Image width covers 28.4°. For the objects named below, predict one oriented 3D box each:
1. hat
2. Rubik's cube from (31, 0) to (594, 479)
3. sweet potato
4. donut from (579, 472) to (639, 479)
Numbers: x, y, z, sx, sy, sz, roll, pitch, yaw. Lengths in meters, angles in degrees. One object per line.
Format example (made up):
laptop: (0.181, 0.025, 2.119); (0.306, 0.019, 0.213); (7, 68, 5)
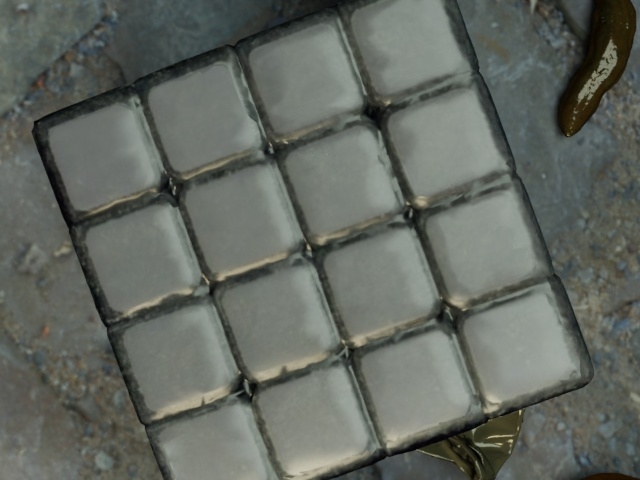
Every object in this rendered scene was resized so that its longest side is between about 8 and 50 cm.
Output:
hat: (0.125, 0.154, 1.297); (0.175, 0.085, 0.147); (17, 93, 10)
Rubik's cube: (0.000, 0.000, 1.086); (0.344, 0.337, 0.344); (-20, 90, 4)
sweet potato: (0.303, -0.193, 1.363); (0.054, 0.053, 0.182); (24, 81, -18)
donut: (0.309, 0.356, 1.303); (0.227, 0.114, 0.226); (1, 87, -13)
